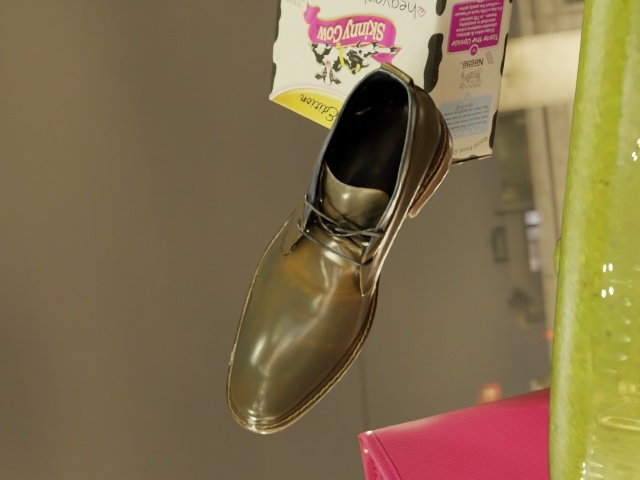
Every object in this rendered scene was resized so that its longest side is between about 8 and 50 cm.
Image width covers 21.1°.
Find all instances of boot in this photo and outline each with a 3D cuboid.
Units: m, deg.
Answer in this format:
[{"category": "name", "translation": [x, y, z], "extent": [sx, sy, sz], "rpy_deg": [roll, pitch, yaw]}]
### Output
[{"category": "boot", "translation": [0.000, 0.000, 0.963], "extent": [0.219, 0.082, 0.106], "rpy_deg": [-62, -17, -11]}]

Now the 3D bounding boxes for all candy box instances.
[{"category": "candy box", "translation": [0.048, -0.181, 1.103], "extent": [0.071, 0.159, 0.233], "rpy_deg": [-14, -61, -37]}]

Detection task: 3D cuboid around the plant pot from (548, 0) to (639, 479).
[{"category": "plant pot", "translation": [0.237, -0.027, 0.386], "extent": [0.366, 0.352, 0.367], "rpy_deg": [6, -90, -80]}]

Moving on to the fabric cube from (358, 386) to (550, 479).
[{"category": "fabric cube", "translation": [0.187, 0.228, 0.908], "extent": [0.254, 0.258, 0.259], "rpy_deg": [-128, 26, -71]}]
